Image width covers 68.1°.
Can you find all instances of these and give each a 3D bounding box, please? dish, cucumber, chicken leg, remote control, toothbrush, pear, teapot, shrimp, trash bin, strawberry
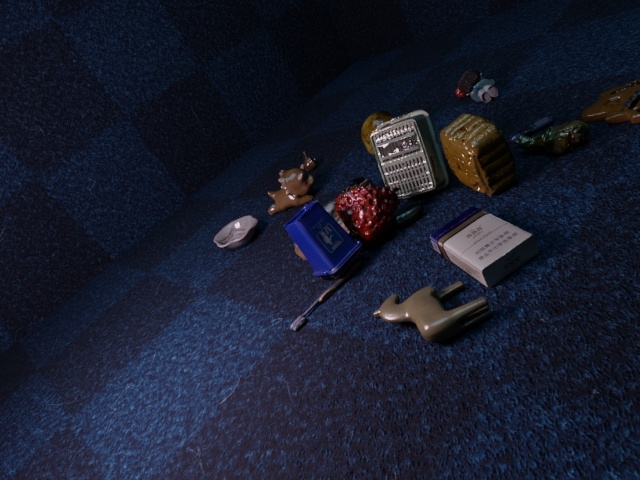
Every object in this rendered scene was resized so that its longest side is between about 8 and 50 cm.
[{"bbox_3d":[-0.378,-0.019,2.192,0.229,0.081,0.229,-22,28,12],"label":"dish"},{"bbox_3d":[0.304,-0.084,1.598,0.105,0.048,0.048,-29,26,1],"label":"cucumber"},{"bbox_3d":[0.724,-0.320,1.502,0.227,0.088,0.103,-3,51,39],"label":"chicken leg"},{"bbox_3d":[0.741,-0.390,1.673,0.152,0.027,0.043,-28,22,5],"label":"remote control"},{"bbox_3d":[0.023,0.166,1.495,0.321,0.023,0.031,-44,36,-21],"label":"toothbrush"},{"bbox_3d":[0.275,-0.477,2.146,0.197,0.197,0.197,-25,27,14],"label":"pear"},{"bbox_3d":[-0.064,-0.423,2.532,0.080,0.110,0.085,-41,-20,12],"label":"teapot"},{"bbox_3d":[0.067,-0.090,1.810,0.221,0.110,0.446,8,50,45],"label":"shrimp"},{"bbox_3d":[0.000,0.000,1.555,0.162,0.234,0.184,-46,14,-25],"label":"trash bin"},{"bbox_3d":[0.173,-0.070,1.612,0.234,0.234,0.178,-21,58,22],"label":"strawberry"}]

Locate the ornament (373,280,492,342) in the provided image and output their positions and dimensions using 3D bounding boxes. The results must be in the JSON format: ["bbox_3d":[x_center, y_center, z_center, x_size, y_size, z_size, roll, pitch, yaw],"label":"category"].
[{"bbox_3d":[0.262,0.171,1.183,0.245,0.061,0.230,-28,25,2],"label":"ornament"}]

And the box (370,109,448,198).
[{"bbox_3d":[0.317,-0.298,1.686,0.220,0.291,0.166,-13,12,34],"label":"box"}]

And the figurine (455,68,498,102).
[{"bbox_3d":[0.705,-0.691,2.149,0.138,0.110,0.245,-44,29,17],"label":"figurine"}]

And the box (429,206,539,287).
[{"bbox_3d":[0.428,0.008,1.272,0.168,0.071,0.259,-33,26,-3],"label":"box"}]

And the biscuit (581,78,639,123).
[{"bbox_3d":[0.988,-0.435,1.459,0.278,0.043,0.301,-31,26,4],"label":"biscuit"}]

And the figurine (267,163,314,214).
[{"bbox_3d":[-0.148,-0.251,2.234,0.247,0.173,0.177,-11,34,36],"label":"figurine"}]

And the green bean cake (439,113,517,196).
[{"bbox_3d":[0.497,-0.269,1.509,0.131,0.230,0.224,-34,30,-1],"label":"green bean cake"}]
